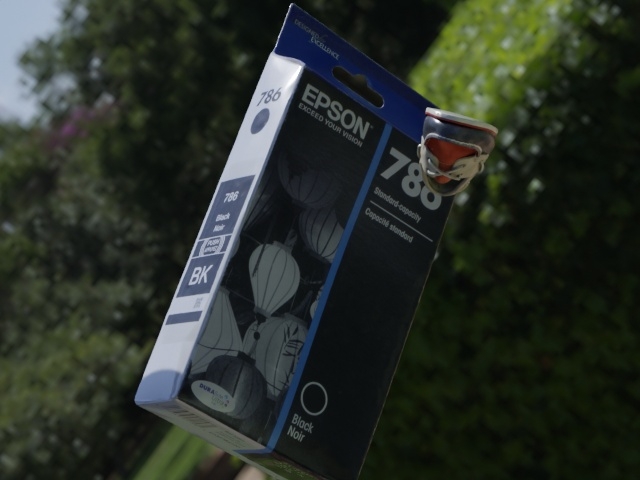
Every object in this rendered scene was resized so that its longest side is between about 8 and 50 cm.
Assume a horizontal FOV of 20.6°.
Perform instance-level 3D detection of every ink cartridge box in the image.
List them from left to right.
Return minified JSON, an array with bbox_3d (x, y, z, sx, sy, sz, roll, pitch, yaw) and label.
[{"bbox_3d":[0.000,0.000,1.264,0.065,0.165,0.332,-13,53,53],"label":"ink cartridge box"}]

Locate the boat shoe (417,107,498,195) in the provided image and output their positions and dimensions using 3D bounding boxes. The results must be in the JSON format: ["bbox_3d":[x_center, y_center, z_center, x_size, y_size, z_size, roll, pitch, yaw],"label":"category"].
[{"bbox_3d":[0.085,-0.057,1.138,0.137,0.049,0.043,72,-142,-85],"label":"boat shoe"}]
